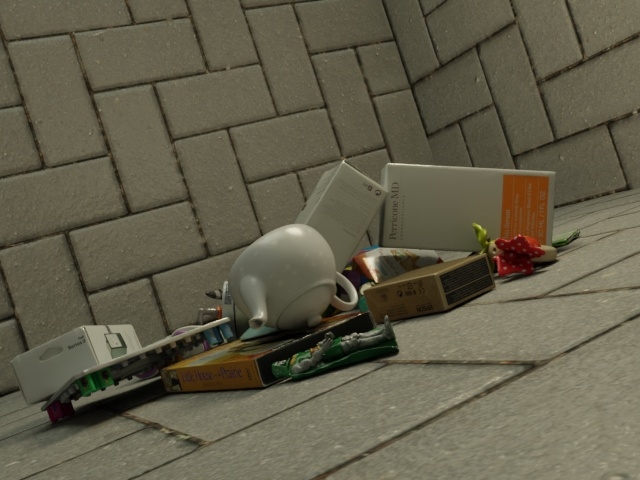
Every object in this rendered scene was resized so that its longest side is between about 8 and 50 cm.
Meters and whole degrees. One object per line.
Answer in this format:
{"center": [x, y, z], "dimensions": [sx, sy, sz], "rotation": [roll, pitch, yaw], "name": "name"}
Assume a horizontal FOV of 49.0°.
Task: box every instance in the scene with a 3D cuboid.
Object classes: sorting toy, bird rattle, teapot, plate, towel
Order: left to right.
{"center": [-0.101, 0.194, 1.648], "dimensions": [0.188, 0.024, 0.188], "rotation": [-15, -1, 0], "name": "plate"}
{"center": [-0.055, 0.102, 1.479], "dimensions": [0.256, 0.187, 0.252], "rotation": [-34, -25, -12], "name": "teapot"}
{"center": [0.054, 0.163, 1.990], "dimensions": [0.126, 0.127, 0.365], "rotation": [7, -22, -24], "name": "sorting toy"}
{"center": [0.480, 0.020, 1.718], "dimensions": [0.207, 0.143, 0.253], "rotation": [-1, -4, -21], "name": "bird rattle"}
{"center": [0.689, 0.005, 2.053], "dimensions": [0.113, 0.023, 0.152], "rotation": [-21, 0, 36], "name": "towel"}

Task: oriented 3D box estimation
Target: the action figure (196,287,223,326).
{"center": [-0.196, 0.168, 2.247], "dimensions": [0.341, 0.178, 0.330], "rotation": [-23, 7, 42], "name": "action figure"}

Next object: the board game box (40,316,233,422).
{"center": [-0.448, 0.321, 1.716], "dimensions": [0.390, 0.050, 0.390], "rotation": [-18, -11, -37], "name": "board game box"}

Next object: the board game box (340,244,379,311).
{"center": [0.154, 0.108, 2.206], "dimensions": [0.224, 0.097, 0.303], "rotation": [-17, 12, 43], "name": "board game box"}

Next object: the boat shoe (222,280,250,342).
{"center": [-0.168, 0.203, 1.859], "dimensions": [0.156, 0.136, 0.367], "rotation": [2, -28, -1], "name": "boat shoe"}

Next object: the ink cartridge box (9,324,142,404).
{"center": [-0.604, 0.309, 1.780], "dimensions": [0.211, 0.121, 0.289], "rotation": [-26, -9, 5], "name": "ink cartridge box"}

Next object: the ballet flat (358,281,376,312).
{"center": [0.133, 0.148, 1.781], "dimensions": [0.083, 0.087, 0.247], "rotation": [-18, 0, 2], "name": "ballet flat"}

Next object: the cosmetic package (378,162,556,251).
{"center": [0.392, -0.082, 1.919], "dimensions": [0.453, 0.230, 0.161], "rotation": [2, 0, 0], "name": "cosmetic package"}

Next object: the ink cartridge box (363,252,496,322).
{"center": [0.247, 0.110, 1.604], "dimensions": [0.193, 0.088, 0.235], "rotation": [-16, -2, -40], "name": "ink cartridge box"}

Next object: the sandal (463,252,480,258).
{"center": [0.435, 0.067, 2.088], "dimensions": [0.097, 0.054, 0.254], "rotation": [-18, 0, -38], "name": "sandal"}

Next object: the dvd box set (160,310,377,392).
{"center": [-0.122, 0.244, 1.521], "dimensions": [0.308, 0.062, 0.420], "rotation": [-17, -1, -38], "name": "dvd box set"}

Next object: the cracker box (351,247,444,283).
{"center": [0.225, 0.083, 1.999], "dimensions": [0.232, 0.155, 0.067], "rotation": [-18, -43, -21], "name": "cracker box"}

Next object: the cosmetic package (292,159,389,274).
{"center": [0.000, 0.000, 1.860], "dimensions": [0.385, 0.156, 0.217], "rotation": [-58, 10, -11], "name": "cosmetic package"}

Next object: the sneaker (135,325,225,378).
{"center": [-0.411, 0.312, 2.066], "dimensions": [0.305, 0.114, 0.152], "rotation": [-18, 1, 16], "name": "sneaker"}

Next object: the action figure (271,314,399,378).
{"center": [0.021, 0.200, 1.263], "dimensions": [0.232, 0.063, 0.137], "rotation": [-22, 3, 5], "name": "action figure"}
